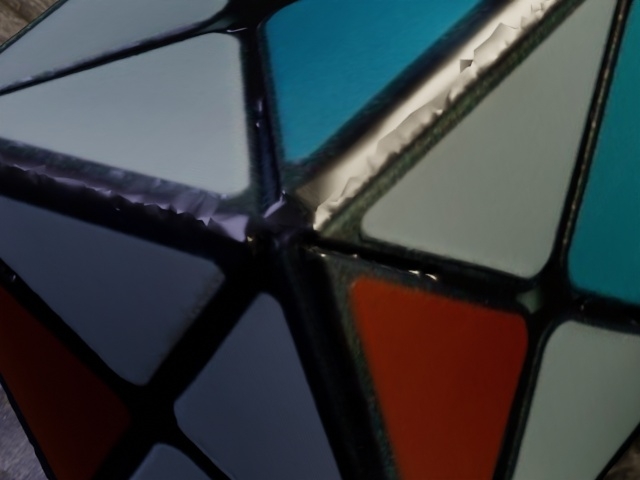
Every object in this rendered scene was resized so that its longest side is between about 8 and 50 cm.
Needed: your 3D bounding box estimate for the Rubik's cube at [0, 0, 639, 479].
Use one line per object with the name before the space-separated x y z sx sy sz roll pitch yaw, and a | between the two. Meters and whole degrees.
Rubik's cube | 0.000 0.000 0.827 0.248 0.250 0.246 14 46 38
